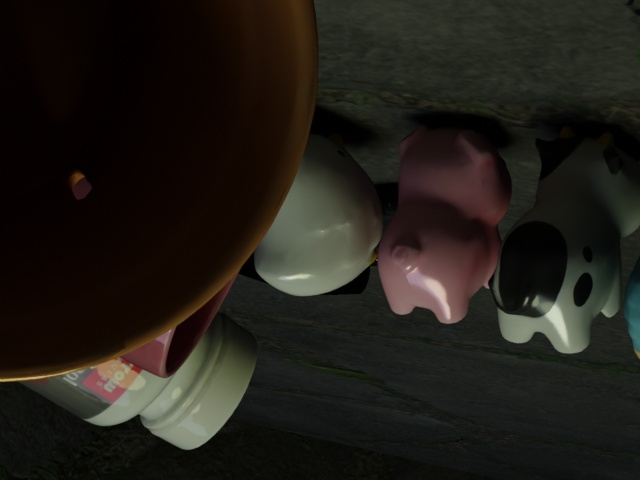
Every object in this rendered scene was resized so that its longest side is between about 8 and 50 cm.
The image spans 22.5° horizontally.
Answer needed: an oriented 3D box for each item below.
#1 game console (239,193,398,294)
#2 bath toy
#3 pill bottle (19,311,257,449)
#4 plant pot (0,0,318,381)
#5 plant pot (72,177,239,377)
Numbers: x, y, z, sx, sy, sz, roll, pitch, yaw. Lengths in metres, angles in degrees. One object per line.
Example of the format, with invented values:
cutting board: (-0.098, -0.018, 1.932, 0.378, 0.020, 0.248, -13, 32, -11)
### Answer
game console: (0.000, 0.000, 1.459, 0.213, 0.044, 0.361, 23, 164, -37)
bath toy: (0.102, -0.022, 1.116, 0.348, 0.151, 0.129, 7, 127, 30)
pill bottle: (-0.221, 0.062, 1.483, 0.318, 0.176, 0.176, 34, 159, -21)
plant pot: (-0.172, -0.092, 0.802, 0.291, 0.291, 0.203, 19, -179, -24)
plant pot: (-0.152, -0.020, 1.241, 0.180, 0.201, 0.201, 27, 167, 5)
